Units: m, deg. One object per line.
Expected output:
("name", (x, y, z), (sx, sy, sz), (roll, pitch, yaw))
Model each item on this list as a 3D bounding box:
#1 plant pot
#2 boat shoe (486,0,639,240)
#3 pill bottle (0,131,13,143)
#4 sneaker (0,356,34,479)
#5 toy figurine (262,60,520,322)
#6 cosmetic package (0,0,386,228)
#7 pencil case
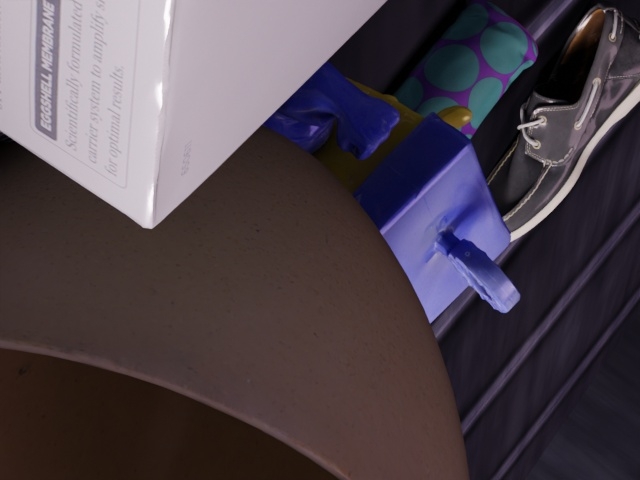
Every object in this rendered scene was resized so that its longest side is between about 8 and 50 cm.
("plant pot", (-0.067, 0.057, 0.773), (0.284, 0.284, 0.191), (101, 4, -50))
("boat shoe", (0.198, -0.101, 1.714), (0.079, 0.084, 0.233), (33, 97, -36))
("pill bottle", (-0.135, -0.085, 0.685), (0.108, 0.108, 0.180), (-62, 163, 13))
("sneaker", (-0.170, 0.101, 0.883), (0.084, 0.083, 0.215), (99, 12, -75))
("toy figurine", (0.000, 0.000, 0.941), (0.191, 0.217, 0.362), (-51, 152, -13))
("cosmetic package", (-0.062, -0.163, 0.546), (0.224, 0.224, 0.138), (-46, 162, -33))
("pencil case", (0.088, -0.096, 1.386), (0.152, 0.064, 0.070), (-52, 147, -19))
